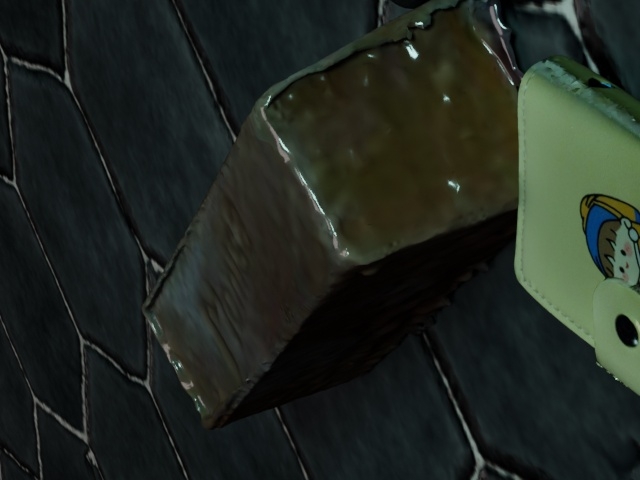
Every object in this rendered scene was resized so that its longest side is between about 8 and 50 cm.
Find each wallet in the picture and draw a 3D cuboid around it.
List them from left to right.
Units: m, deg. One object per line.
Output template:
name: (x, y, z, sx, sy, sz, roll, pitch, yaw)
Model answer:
wallet: (0.131, 0.009, 0.680, 0.155, 0.039, 0.110, 44, 143, 46)

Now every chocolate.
chocolate: (0.000, 0.000, 0.876, 0.112, 0.112, 0.321, 63, 157, 10)

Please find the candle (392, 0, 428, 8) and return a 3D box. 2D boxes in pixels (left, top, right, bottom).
candle: (-0.021, -0.142, 0.828, 0.167, 0.021, 0.026, 27, 150, 23)
